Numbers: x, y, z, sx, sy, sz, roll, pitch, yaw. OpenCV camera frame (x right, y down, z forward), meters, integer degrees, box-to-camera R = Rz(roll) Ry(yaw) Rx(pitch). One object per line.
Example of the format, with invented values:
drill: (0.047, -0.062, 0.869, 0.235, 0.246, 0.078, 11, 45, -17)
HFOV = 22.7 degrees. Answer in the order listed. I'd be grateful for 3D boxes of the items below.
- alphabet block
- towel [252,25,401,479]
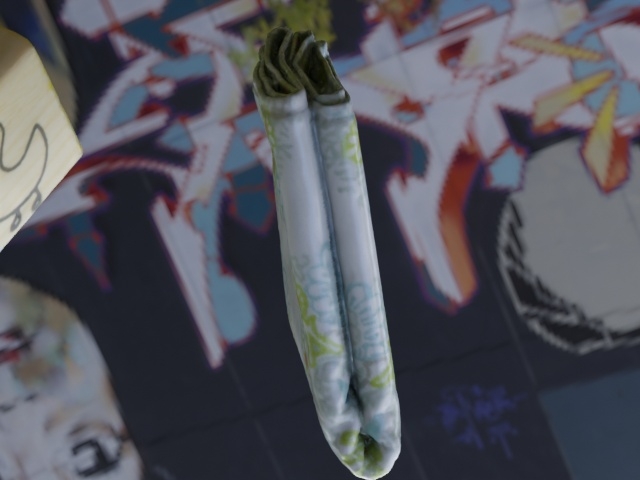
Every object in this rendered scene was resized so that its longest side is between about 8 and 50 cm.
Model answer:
alphabet block: (-0.380, -0.102, 1.536, 0.193, 0.192, 0.197, 27, -113, 22)
towel: (0.000, 0.000, 1.540, 0.090, 0.375, 0.320, -10, -162, -1)
